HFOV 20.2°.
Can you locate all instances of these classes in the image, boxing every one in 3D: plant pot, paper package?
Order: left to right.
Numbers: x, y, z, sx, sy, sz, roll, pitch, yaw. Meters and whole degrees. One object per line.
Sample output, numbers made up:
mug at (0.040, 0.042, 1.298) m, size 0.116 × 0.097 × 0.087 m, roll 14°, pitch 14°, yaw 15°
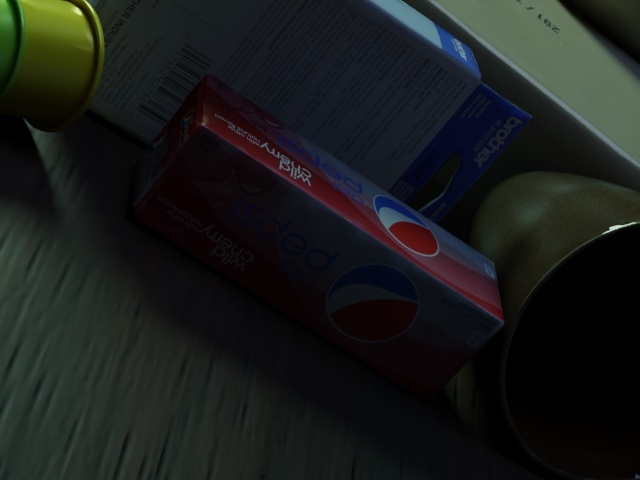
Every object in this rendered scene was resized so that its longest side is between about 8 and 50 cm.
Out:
paper package at (0.137, -0.145, 1.630) m, size 0.325 × 0.168 × 0.309 m, roll 38°, pitch 23°, yaw -6°
plant pot at (0.199, 0.039, 1.389) m, size 0.215 × 0.215 × 0.230 m, roll 28°, pitch 13°, yaw -26°

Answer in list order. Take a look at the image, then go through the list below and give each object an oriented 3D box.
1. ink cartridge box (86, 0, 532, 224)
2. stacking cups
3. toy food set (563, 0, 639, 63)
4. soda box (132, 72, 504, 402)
ink cartridge box at (-0.022, -0.115, 1.311) m, size 0.311 × 0.186 × 0.065 m, roll 32°, pitch 23°, yaw -20°
stacking cups at (-0.279, -0.127, 1.086) m, size 0.316 × 0.096 × 0.096 m, roll 5°, pitch 41°, yaw -47°
toy food set at (0.268, -0.225, 1.825) m, size 0.306 × 0.092 × 0.220 m, roll 9°, pitch -33°, yaw 50°
soda box at (0.000, 0.000, 1.257) m, size 0.263 × 0.092 × 0.083 m, roll 32°, pitch 26°, yaw -18°
